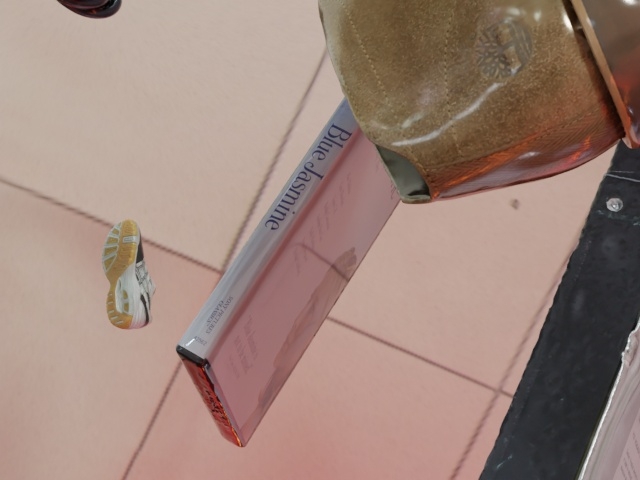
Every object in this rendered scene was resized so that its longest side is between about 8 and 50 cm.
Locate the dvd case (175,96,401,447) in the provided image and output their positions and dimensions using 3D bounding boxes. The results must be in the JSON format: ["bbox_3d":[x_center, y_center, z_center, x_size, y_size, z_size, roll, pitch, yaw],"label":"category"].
[{"bbox_3d":[0.000,0.000,0.741,0.022,0.180,0.253,27,70,16],"label":"dvd case"}]

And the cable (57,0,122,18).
[{"bbox_3d":[-0.221,-0.228,0.844,0.184,0.150,0.047,40,108,22],"label":"cable"}]

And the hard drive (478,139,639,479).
[{"bbox_3d":[0.190,0.125,0.771,0.339,0.064,0.237,-63,148,-22],"label":"hard drive"}]

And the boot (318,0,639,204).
[{"bbox_3d":[0.042,-0.140,0.487,0.115,0.305,0.112,-25,137,13],"label":"boot"}]

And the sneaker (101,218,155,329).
[{"bbox_3d":[-0.143,0.026,0.882,0.032,0.037,0.083,-6,79,31],"label":"sneaker"}]
